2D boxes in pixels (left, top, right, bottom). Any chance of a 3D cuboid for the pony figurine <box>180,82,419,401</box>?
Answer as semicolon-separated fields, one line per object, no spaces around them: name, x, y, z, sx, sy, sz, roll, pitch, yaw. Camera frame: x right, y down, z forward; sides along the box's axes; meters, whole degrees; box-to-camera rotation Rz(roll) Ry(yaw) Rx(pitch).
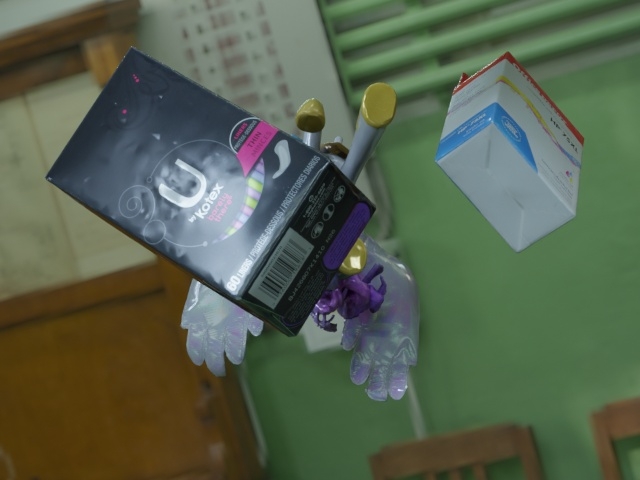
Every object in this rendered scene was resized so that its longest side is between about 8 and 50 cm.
pony figurine;0.000;0.000;1.988;0.303;0.351;0.363;11;-12;-2

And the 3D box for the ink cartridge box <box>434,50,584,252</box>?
ink cartridge box;0.201;-0.104;1.681;0.078;0.134;0.231;-36;17;26

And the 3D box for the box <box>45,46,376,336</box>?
box;-0.109;-0.049;1.617;0.270;0.165;0.143;30;-5;28
